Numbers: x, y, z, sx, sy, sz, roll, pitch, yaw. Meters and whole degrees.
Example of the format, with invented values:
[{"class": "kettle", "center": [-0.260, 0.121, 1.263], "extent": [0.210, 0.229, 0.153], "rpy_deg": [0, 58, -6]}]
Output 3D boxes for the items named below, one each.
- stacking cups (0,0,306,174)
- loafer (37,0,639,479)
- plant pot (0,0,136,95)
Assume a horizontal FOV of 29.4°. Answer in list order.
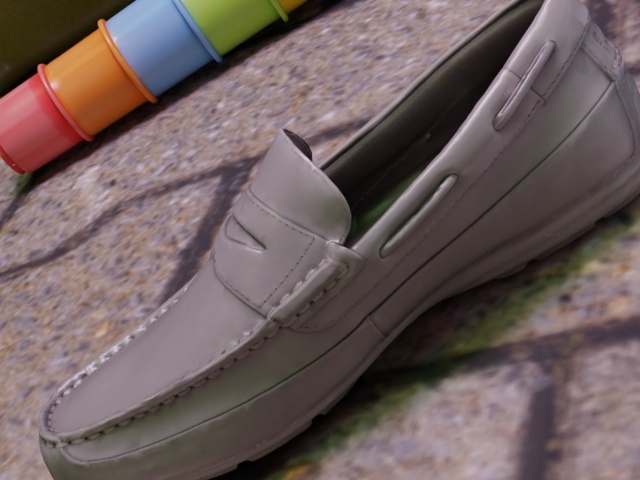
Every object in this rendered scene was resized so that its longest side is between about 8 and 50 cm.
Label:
[{"class": "stacking cups", "center": [-0.127, -0.160, 0.975], "extent": [0.316, 0.096, 0.096], "rpy_deg": [-34, 27, 2]}, {"class": "loafer", "center": [0.000, 0.000, 0.554], "extent": [0.319, 0.111, 0.112], "rpy_deg": [-35, 27, -4]}, {"class": "plant pot", "center": [-0.286, -0.343, 1.201], "extent": [0.353, 0.366, 0.366], "rpy_deg": [-42, 27, 6]}]
